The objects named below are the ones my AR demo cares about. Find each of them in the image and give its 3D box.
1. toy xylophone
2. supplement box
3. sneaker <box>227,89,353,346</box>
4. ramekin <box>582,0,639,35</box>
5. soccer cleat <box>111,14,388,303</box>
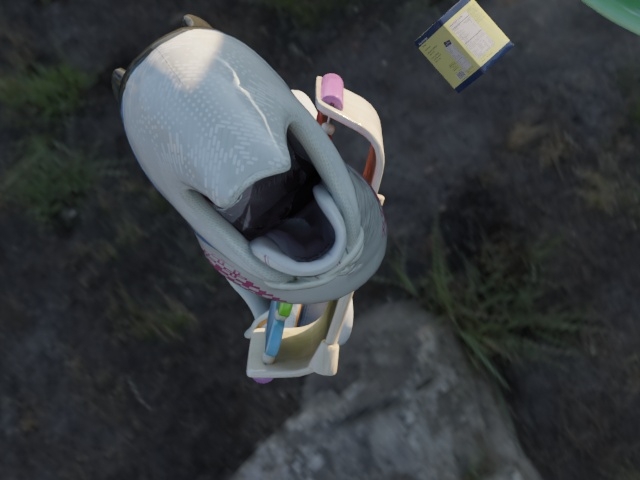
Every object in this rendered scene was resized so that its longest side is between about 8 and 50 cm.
[{"bbox_3d":[0.000,0.000,1.633,0.081,0.236,0.323,13,101,-5],"label":"toy xylophone"},{"bbox_3d":[0.171,-0.235,1.942,0.056,0.083,0.083,-42,92,-23],"label":"supplement box"},{"bbox_3d":[-0.052,-0.030,1.893,0.127,0.126,0.321,-2,68,-22],"label":"sneaker"},{"bbox_3d":[0.266,-0.280,1.023,0.303,0.303,0.148,17,46,29],"label":"ramekin"},{"bbox_3d":[-0.022,-0.008,1.013,0.116,0.331,0.143,-39,60,3],"label":"soccer cleat"}]
